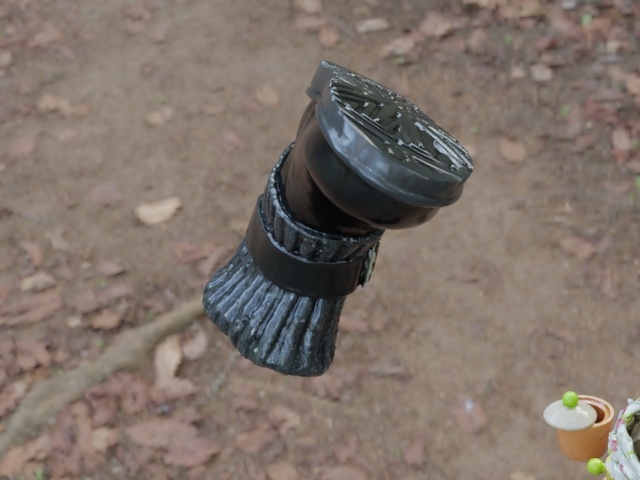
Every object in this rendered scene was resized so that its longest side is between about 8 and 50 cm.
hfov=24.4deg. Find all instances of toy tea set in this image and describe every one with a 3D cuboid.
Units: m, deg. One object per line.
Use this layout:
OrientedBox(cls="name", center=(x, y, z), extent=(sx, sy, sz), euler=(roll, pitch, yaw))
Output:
OrientedBox(cls="toy tea set", center=(0.430, 0.230, 1.748), extent=(0.336, 0.124, 0.200), euler=(2, 26, 13))

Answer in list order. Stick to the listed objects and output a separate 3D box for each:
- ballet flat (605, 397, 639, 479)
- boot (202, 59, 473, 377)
OrientedBox(cls="ballet flat", center=(0.259, 0.163, 0.842), extent=(0.241, 0.077, 0.091), euler=(28, 72, 36))
OrientedBox(cls="boot", center=(0.004, 0.002, 1.238), extent=(0.131, 0.260, 0.348), euler=(26, 10, -7))
